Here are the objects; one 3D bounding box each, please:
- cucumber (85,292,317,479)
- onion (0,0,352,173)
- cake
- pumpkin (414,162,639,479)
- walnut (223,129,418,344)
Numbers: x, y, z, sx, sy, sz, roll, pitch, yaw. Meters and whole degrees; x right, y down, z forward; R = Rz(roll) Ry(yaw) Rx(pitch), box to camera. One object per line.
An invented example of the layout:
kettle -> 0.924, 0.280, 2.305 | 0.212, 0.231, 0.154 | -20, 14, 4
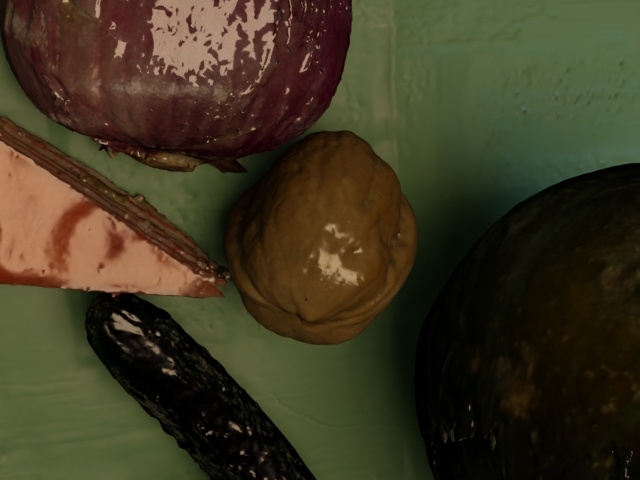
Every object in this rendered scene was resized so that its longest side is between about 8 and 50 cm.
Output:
cucumber -> -0.083, 0.144, 1.348 | 0.072, 0.081, 0.303 | -19, 120, 29
onion -> -0.080, -0.217, 1.247 | 0.267, 0.159, 0.349 | 7, 99, -25
cake -> -0.197, -0.004, 1.279 | 0.287, 0.098, 0.135 | 23, 90, -18
pumpkin -> 0.269, 0.161, 1.292 | 0.344, 0.454, 0.454 | -38, 111, -21
walnut -> 0.000, 0.000, 1.317 | 0.149, 0.166, 0.166 | 7, 99, 5
